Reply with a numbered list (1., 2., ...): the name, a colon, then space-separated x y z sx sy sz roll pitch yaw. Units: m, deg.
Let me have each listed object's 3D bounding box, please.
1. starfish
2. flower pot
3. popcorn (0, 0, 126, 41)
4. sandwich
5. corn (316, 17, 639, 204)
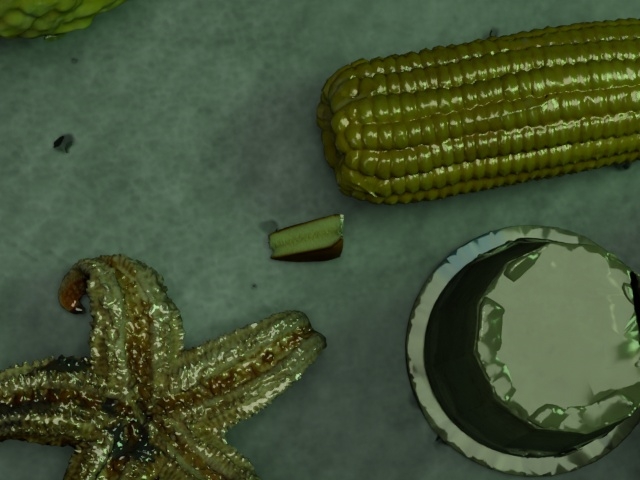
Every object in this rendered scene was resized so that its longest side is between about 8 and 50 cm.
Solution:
1. starfish: -0.138 0.163 1.570 0.312 0.113 0.303 24 81 10
2. flower pot: 0.185 0.083 1.544 0.212 0.202 0.212 1 85 -6
3. popcorn: -0.241 -0.277 1.569 0.251 0.206 0.237 6 100 16
4. sandwich: 0.000 0.000 1.624 0.044 0.083 0.031 10 74 -45
5. corn: 0.172 -0.110 1.598 0.344 0.131 0.131 -11 84 -5
